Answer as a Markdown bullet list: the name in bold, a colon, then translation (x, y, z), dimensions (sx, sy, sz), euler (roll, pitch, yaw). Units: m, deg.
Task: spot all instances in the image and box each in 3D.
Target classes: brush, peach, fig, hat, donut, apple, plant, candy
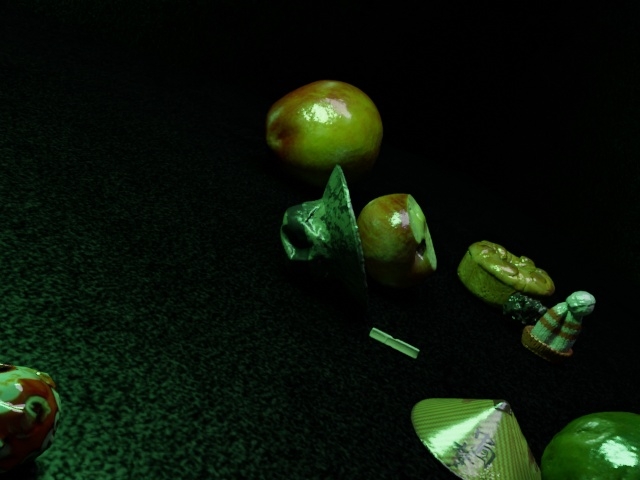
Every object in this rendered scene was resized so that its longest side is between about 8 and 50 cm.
- **brush**: translation (0.116, 0.161, 1.018), dimensions (0.084, 0.016, 0.013), euler (26, 5, -3)
- **peach**: translation (0.001, -0.271, 1.679), dimensions (0.332, 0.307, 0.308), euler (-13, 40, -43)
- **fig**: translation (0.371, 0.277, 0.698), dimensions (0.195, 0.195, 0.245), euler (9, -18, -44)
- **hat**: translation (0.000, 0.000, 1.106), dimensions (0.129, 0.265, 0.265), euler (-8, 20, 1)
- **donut**: translation (0.432, 0.088, 1.522), dimensions (0.227, 0.113, 0.226), euler (24, 18, -8)
- **apple**: translation (0.143, 0.008, 1.253), dimensions (0.195, 0.160, 0.173), euler (46, 13, -46)
- **plant**: translation (0.466, 0.167, 1.407), dimensions (0.174, 0.085, 0.087), euler (24, 56, -34)
- **hat**: translation (0.489, 0.165, 1.303), dimensions (0.112, 0.162, 0.093), euler (13, 24, -26)
- **candy**: translation (-0.334, 0.097, 0.474), dimensions (0.288, 0.078, 0.084), euler (21, -12, -6)
- **hat**: translation (0.219, 0.240, 0.834), dimensions (0.193, 0.082, 0.193), euler (24, 19, -9)
